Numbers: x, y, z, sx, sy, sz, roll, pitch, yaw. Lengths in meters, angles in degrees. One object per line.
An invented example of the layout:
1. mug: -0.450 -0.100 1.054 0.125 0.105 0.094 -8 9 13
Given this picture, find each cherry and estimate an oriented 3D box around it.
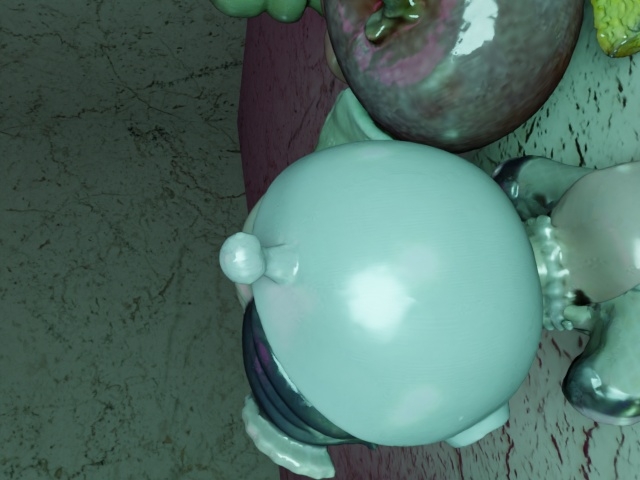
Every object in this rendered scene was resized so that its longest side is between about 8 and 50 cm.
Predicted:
1. cherry: 0.127 -0.218 0.521 0.307 0.221 0.261 -31 -77 -58

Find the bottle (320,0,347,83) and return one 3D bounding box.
1. bottle: 0.099 -0.355 0.742 0.173 0.206 0.297 139 137 -71

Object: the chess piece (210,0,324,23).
1. chess piece: -0.026 -0.434 0.910 0.182 0.330 0.183 177 90 -76

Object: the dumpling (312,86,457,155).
1. dumpling: 0.103 -0.036 0.695 0.269 0.320 0.212 -5 69 45

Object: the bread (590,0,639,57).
1. bread: 0.251 -0.239 0.409 0.103 0.065 0.188 163 106 -73

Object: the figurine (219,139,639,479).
1. figurine: 0.104 0.018 0.438 0.211 0.361 0.253 91 167 -48
